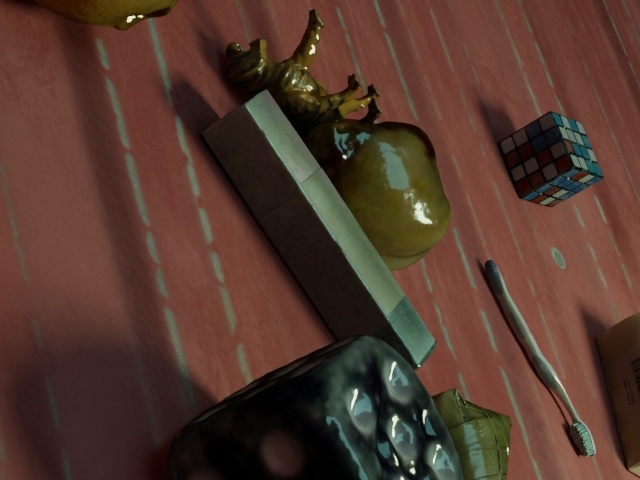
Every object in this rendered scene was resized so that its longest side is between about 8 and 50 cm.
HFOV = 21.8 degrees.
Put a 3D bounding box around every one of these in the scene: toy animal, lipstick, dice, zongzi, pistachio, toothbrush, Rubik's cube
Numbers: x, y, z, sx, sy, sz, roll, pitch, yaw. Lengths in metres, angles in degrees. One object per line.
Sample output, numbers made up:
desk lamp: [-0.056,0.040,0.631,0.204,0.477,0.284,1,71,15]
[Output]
toy animal: [0.007,-0.138,1.829,0.255,0.116,0.114,46,15,-52]
lipstick: [0.000,0.000,1.689,0.317,0.066,0.068,56,29,-5]
dice: [-0.003,0.194,1.372,0.183,0.182,0.181,62,27,1]
zongzi: [0.169,0.244,1.724,0.176,0.078,0.160,24,48,-52]
pistachio: [0.053,-0.056,1.780,0.210,0.130,0.165,37,75,-37]
toothbrush: [0.266,0.144,2.031,0.269,0.021,0.027,62,22,6]
Rubik's cube: [0.316,-0.110,2.281,0.092,0.092,0.092,13,52,-53]

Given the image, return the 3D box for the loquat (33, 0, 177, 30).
loquat: [-0.208,-0.307,1.524,0.238,0.193,0.238,9,77,-47]

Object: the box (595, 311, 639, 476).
box: [0.461,0.221,2.197,0.168,0.095,0.212,30,39,-39]
